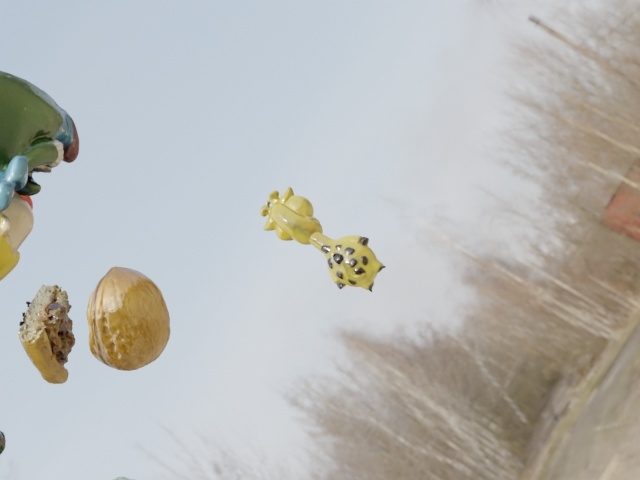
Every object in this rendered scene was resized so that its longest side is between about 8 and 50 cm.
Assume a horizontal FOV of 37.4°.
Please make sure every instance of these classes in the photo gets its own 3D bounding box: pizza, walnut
[{"bbox_3d":[-0.468,0.150,1.665,0.154,0.069,0.194,73,-171,-48],"label":"pizza"},{"bbox_3d":[-0.319,0.130,1.576,0.144,0.144,0.180,-25,-70,-63],"label":"walnut"}]

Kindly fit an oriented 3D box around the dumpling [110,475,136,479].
[{"bbox_3d":[-0.276,0.411,1.263,0.219,0.153,0.108,-59,-10,20],"label":"dumpling"}]

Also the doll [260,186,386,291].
[{"bbox_3d":[0.001,0.000,1.878,0.117,0.291,0.086,-59,-22,9],"label":"doll"}]

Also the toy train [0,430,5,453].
[{"bbox_3d":[-0.478,0.397,1.004,0.442,0.272,0.179,-46,-20,-18],"label":"toy train"}]

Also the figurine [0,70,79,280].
[{"bbox_3d":[-0.322,-0.037,0.922,0.185,0.127,0.234,47,-135,-79],"label":"figurine"}]
